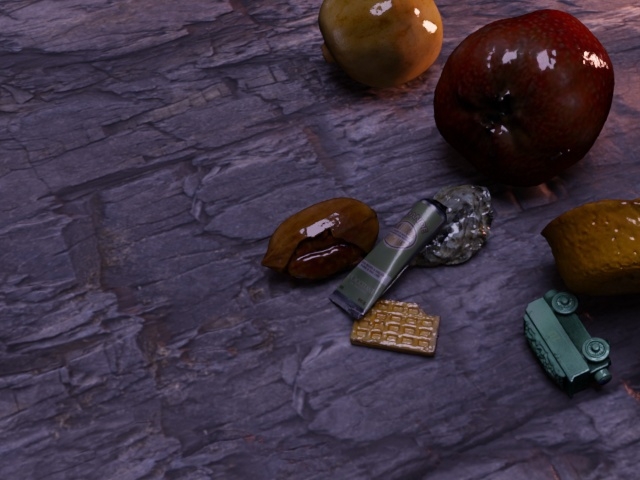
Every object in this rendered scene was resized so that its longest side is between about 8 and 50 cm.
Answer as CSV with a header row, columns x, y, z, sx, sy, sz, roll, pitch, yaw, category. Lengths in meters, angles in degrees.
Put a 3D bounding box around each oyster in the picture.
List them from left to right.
x,y,z,sx,sy,sz,roll,pitch,yaw,category
0.214,-0.024,1.751,0.125,0.064,0.177,8,57,23,oyster

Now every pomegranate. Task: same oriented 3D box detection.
x,y,z,sx,sy,sz,roll,pitch,yaw,category
0.110,-0.395,1.962,0.233,0.233,0.233,0,51,1,pomegranate

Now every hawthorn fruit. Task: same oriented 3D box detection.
x,y,z,sx,sy,sz,roll,pitch,yaw,category
0.363,-0.266,1.827,0.284,0.285,0.369,24,46,19,hawthorn fruit

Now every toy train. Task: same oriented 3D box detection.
x,y,z,sx,sy,sz,roll,pitch,yaw,category
0.368,0.151,1.606,0.099,0.070,0.172,-24,53,-5,toy train

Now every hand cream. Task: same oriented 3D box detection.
x,y,z,sx,sy,sz,roll,pitch,yaw,category
0.114,0.022,1.684,0.235,0.055,0.086,-46,38,-8,hand cream

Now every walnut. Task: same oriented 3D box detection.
x,y,z,sx,sy,sz,roll,pitch,yaw,category
0.000,0.000,1.708,0.207,0.116,0.116,-21,53,-15,walnut

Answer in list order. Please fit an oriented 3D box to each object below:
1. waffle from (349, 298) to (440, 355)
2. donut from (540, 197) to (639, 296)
x,y,z,sx,sy,sz,roll,pitch,yaw,category
0.118,0.131,1.653,0.135,0.021,0.092,7,51,7,waffle
0.487,0.009,1.597,0.302,0.303,0.110,-5,76,-3,donut
